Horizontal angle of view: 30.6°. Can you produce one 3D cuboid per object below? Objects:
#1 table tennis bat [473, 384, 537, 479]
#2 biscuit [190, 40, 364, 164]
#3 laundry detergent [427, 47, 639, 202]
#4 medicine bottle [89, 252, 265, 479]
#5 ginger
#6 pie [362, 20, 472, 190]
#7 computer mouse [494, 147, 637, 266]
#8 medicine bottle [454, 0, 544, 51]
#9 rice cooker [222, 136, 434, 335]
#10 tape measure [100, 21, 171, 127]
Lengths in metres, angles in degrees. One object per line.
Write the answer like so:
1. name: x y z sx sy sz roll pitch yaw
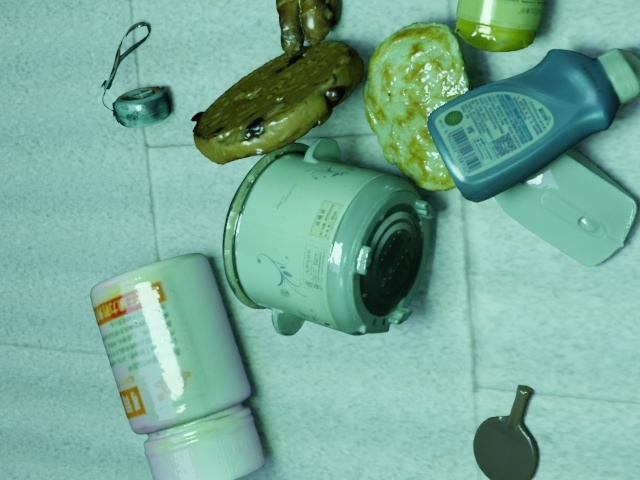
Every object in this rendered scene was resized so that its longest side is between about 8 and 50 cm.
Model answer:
1. table tennis bat: 0.252 0.301 1.710 0.107 0.119 0.170 27 116 31
2. biscuit: -0.061 -0.205 1.775 0.295 0.296 0.075 -9 124 39
3. laundry detergent: 0.293 -0.169 1.552 0.289 0.094 0.143 -26 59 9
4. medicine bottle: -0.241 0.232 2.023 0.219 0.219 0.388 -21 87 39
5. ginger: -0.018 -0.365 1.816 0.103 0.073 0.162 -15 70 27
6. pie: 0.155 -0.194 1.706 0.201 0.090 0.248 -9 94 47
7. computer mouse: 0.323 -0.063 1.610 0.231 0.079 0.128 40 123 21
8. medicine bottle: 0.250 -0.373 1.575 0.124 0.124 0.239 22 113 33
9. rice cooker: 0.000 0.000 1.756 0.316 0.264 0.317 1 91 34
10. tape measure: -0.317 -0.290 2.048 0.107 0.104 0.180 11 106 40
